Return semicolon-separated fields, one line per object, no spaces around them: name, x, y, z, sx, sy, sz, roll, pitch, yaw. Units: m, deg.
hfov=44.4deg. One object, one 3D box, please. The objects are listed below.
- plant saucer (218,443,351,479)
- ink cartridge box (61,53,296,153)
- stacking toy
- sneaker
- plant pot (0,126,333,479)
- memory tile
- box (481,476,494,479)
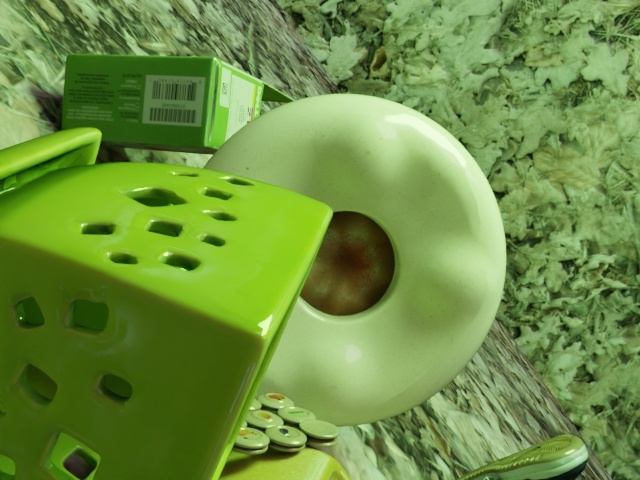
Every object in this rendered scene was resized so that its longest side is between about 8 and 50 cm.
plant saucer;0.024;0.317;0.570;0.333;0.081;0.333;54;17;-1
ink cartridge box;-0.156;-0.151;0.951;0.255;0.188;0.097;2;94;-71
stacking toy;0.000;0.000;1.009;0.351;0.350;0.480;50;-1;-10
sneaker;0.272;0.355;1.011;0.099;0.282;0.153;-16;71;-30
plant pot;-0.138;0.063;0.474;0.207;0.227;0.228;24;19;0
memory tile;-0.066;0.158;0.687;0.148;0.012;0.113;6;9;-35
box;0.200;0.386;0.947;0.029;0.116;0.162;27;30;-58
